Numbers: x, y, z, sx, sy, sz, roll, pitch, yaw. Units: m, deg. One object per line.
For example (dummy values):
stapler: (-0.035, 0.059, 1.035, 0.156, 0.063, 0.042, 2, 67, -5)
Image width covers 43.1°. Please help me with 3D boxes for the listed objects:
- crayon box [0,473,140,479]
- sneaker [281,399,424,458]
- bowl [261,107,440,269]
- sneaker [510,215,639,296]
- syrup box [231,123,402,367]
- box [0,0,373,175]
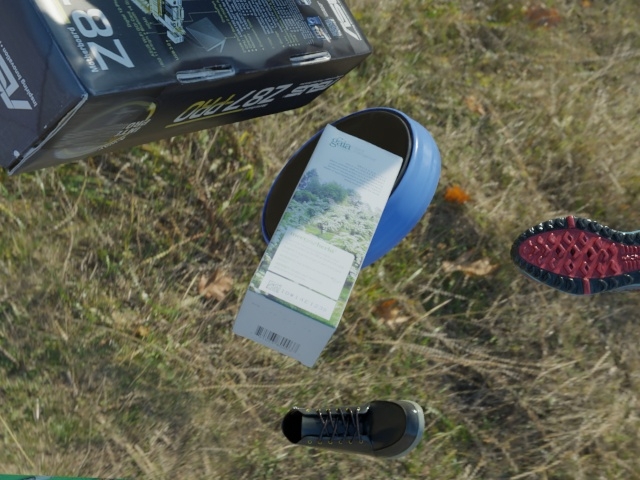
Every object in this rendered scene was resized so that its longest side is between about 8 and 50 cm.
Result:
crayon box: (-0.325, 0.366, 1.023, 0.278, 0.165, 0.081, -2, 51, 16)
sneaker: (0.044, 0.277, 1.185, 0.118, 0.222, 0.083, 15, 64, -35)
bowl: (0.046, -0.101, 1.577, 0.077, 0.391, 0.391, 45, 59, -34)
sneaker: (0.374, 0.038, 1.086, 0.262, 0.125, 0.104, 4, 72, -6)
syrup box: (0.000, 0.000, 0.850, 0.093, 0.096, 0.237, 24, 54, -1)
box: (-0.157, -0.259, 0.542, 0.395, 0.097, 0.318, 60, 32, 1)
